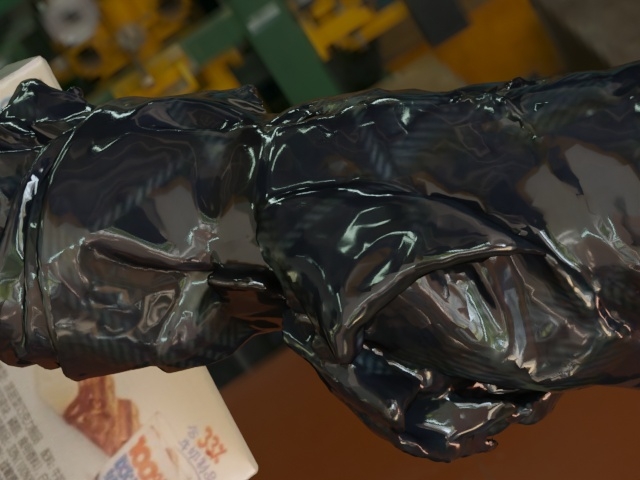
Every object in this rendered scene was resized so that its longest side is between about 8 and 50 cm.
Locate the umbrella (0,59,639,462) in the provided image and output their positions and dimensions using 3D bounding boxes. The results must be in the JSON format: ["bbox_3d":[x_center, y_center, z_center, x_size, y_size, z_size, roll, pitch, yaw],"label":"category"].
[{"bbox_3d":[-0.001,0.002,0.351,0.224,0.071,0.080,0,2,23],"label":"umbrella"}]

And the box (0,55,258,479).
[{"bbox_3d":[-0.188,0.080,1.012,0.265,0.273,0.048,-35,16,-36],"label":"box"}]
